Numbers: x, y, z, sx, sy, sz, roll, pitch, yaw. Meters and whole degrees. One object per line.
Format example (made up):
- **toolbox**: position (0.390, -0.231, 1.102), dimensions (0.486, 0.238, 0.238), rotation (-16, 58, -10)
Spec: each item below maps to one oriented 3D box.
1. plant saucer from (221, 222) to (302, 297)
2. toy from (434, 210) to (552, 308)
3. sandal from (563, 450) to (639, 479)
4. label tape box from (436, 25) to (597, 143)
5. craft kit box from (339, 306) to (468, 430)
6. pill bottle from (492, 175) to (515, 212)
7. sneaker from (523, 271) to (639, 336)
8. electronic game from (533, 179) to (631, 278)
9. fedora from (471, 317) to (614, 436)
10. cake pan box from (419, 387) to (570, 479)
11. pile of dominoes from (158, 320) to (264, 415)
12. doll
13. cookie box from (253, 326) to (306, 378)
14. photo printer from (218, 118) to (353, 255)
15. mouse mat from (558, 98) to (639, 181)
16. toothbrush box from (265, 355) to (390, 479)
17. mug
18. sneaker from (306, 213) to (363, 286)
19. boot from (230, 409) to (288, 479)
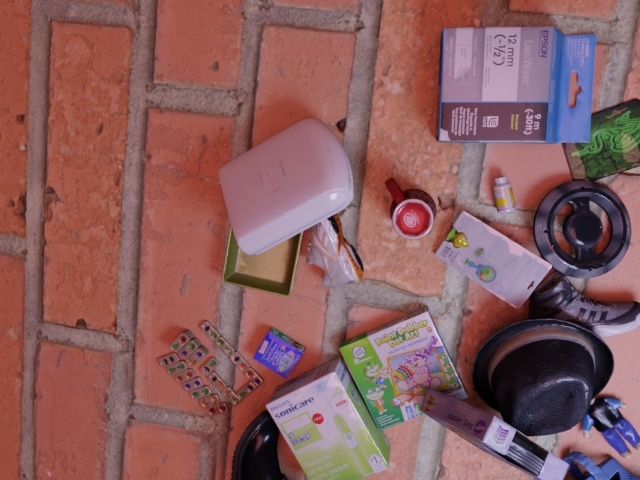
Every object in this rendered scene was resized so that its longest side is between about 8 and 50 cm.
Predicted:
- **plant saucer**: position (-0.147, 0.034, 1.485), dimensions (0.188, 0.045, 0.188), rotation (12, 101, 7)
- **toy**: position (0.413, 0.041, 1.386), dimensions (0.237, 0.056, 0.137), rotation (33, 117, 10)
- **sandal**: position (0.721, 0.592, 1.397), dimensions (0.317, 0.138, 0.126), rotation (8, 144, -2)
- **label tape box**: position (0.442, -0.345, 1.294), dimensions (0.348, 0.115, 0.249), rotation (2, 98, 11)
- **craft kit box**: position (0.212, 0.329, 1.470), dimensions (0.250, 0.061, 0.246), rotation (-26, 91, 12)
- **pill bottle**: position (0.435, -0.109, 1.368), dimensions (0.043, 0.043, 0.083), rotation (-11, 97, 11)
- **sneaker**: position (0.614, 0.145, 1.348), dimensions (0.269, 0.101, 0.153), rotation (-13, 99, 14)
- **electronic game**: position (0.606, -0.026, 1.334), dimensions (0.229, 0.048, 0.229), rotation (0, 87, -3)
- **fedora**: position (0.509, 0.340, 1.321), dimensions (0.334, 0.152, 0.334), rotation (7, 122, 11)
- **cake pan box**: position (0.393, 0.450, 1.323), dimensions (0.246, 0.267, 0.070), rotation (34, 77, -19)
- **pile of dominoes**: position (-0.307, 0.359, 1.566), dimensions (0.196, 0.040, 0.251), rotation (-44, 90, 13)
- **doll**: position (0.700, 0.445, 1.411), dimensions (0.129, 0.046, 0.189), rotation (-40, 91, 12)
- **cookie box**: position (-0.109, 0.297, 1.522), dimensions (0.107, 0.040, 0.092), rotation (32, 103, 3)
- **photo printer**: position (-0.078, -0.136, 1.363), dimensions (0.308, 0.107, 0.256), rotation (-27, 56, 13)
- **mouse mat**: position (0.663, -0.226, 1.332), dimensions (0.190, 0.007, 0.152), rotation (-19, 95, 11)
- **toothbrush box**: position (0.024, 0.480, 1.490), dimensions (0.206, 0.122, 0.283), rotation (-28, 92, 12)
- **mug**: position (0.200, -0.067, 1.349), dimensions (0.150, 0.169, 0.113), rotation (27, 103, 4)
- **sneaker**: position (0.000, 0.000, 1.433), dimensions (0.121, 0.099, 0.262), rotation (-25, 92, 19)
- **boot**: position (-0.097, 0.637, 1.507), dimensions (0.260, 0.131, 0.348), rotation (21, 113, 22)
